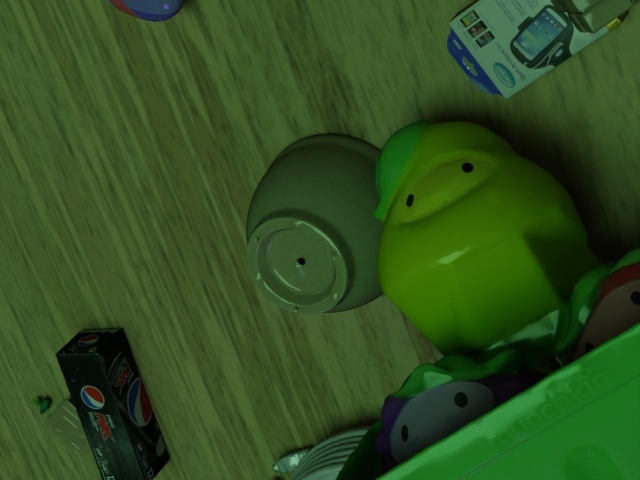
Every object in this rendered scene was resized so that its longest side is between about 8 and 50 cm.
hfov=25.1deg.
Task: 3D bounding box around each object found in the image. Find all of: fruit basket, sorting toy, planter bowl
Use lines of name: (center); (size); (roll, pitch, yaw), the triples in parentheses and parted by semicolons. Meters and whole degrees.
fruit basket: (0.158, 0.064, 1.116); (0.392, 0.283, 0.392); (1, 98, 10)
sorting toy: (-0.280, 0.196, 1.586); (0.083, 0.012, 0.062); (42, 132, -5)
planter bowl: (0.000, 0.000, 1.279); (0.162, 0.109, 0.162); (12, 121, 20)

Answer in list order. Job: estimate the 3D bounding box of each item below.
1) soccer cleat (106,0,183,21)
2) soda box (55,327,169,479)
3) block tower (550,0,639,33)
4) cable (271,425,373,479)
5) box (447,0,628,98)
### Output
soccer cleat: (-0.226, -0.275, 1.245); (0.248, 0.095, 0.083); (46, 127, -3)
soda box: (-0.219, 0.178, 1.520); (0.060, 0.053, 0.169); (-4, 115, 27)
block tower: (0.128, -0.310, 1.035); (0.097, 0.091, 0.335); (-35, 98, 4)
cable: (0.079, 0.300, 1.419); (0.257, 0.089, 0.257); (-33, 99, 36)
box: (0.167, -0.174, 1.151); (0.136, 0.028, 0.081); (-32, 100, 38)
